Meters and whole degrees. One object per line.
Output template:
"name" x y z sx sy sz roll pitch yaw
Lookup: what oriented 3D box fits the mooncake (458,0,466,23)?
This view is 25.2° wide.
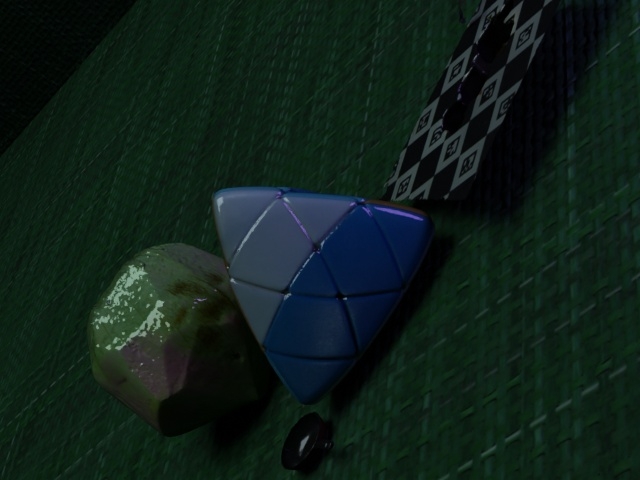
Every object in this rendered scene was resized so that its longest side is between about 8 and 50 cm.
"mooncake" 0.100 -0.156 1.695 0.150 0.057 0.347 -170 100 -74

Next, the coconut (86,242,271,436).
"coconut" -0.163 0.128 1.734 0.236 0.235 0.205 -90 15 -52

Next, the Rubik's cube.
"Rubik's cube" 0.000 0.000 1.547 0.254 0.254 0.254 -45 26 29

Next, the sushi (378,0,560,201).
"sushi" 0.186 -0.156 1.565 0.290 0.050 0.264 -62 16 -9

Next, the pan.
"pan" -0.005 0.218 1.519 0.068 0.023 0.115 -63 20 -13
